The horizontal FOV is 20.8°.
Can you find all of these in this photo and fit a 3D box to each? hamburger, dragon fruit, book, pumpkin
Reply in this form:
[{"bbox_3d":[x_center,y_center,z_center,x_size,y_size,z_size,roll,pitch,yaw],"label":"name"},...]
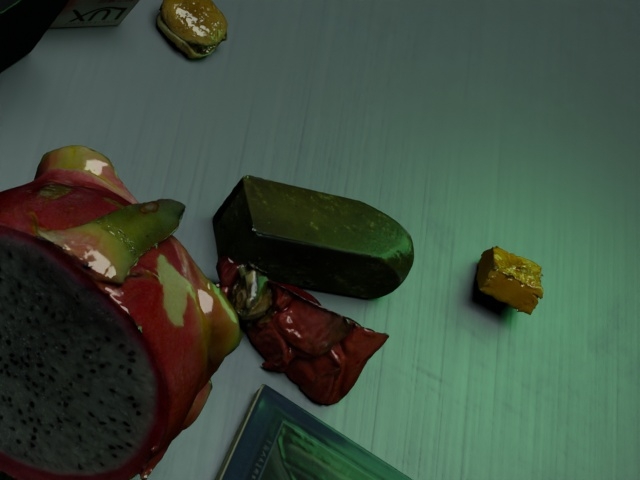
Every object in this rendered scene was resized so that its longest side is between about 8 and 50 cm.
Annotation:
[{"bbox_3d":[-0.148,-0.255,2.026,0.083,0.044,0.076,42,43,3],"label":"hamburger"},{"bbox_3d":[-0.214,0.059,1.579,0.305,0.305,0.226,43,37,0],"label":"dragon fruit"},{"bbox_3d":[-0.023,0.068,1.831,0.192,0.092,0.122,35,45,-8],"label":"dragon fruit"},{"bbox_3d":[0.020,0.283,1.746,0.269,0.025,0.191,34,45,-8],"label":"book"},{"bbox_3d":[0.221,0.047,2.045,0.074,0.054,0.083,25,26,-7],"label":"pumpkin"}]

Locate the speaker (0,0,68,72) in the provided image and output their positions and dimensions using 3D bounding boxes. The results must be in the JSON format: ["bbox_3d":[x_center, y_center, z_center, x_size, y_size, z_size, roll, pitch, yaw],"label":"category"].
[{"bbox_3d":[-0.377,-0.256,1.732,0.184,0.232,0.254,47,46,-2],"label":"speaker"}]

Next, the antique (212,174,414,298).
[{"bbox_3d":[0.000,0.000,1.908,0.221,0.080,0.081,10,51,-28],"label":"antique"}]

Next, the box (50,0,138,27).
[{"bbox_3d":[-0.268,-0.284,1.917,0.156,0.111,0.060,-6,68,-37],"label":"box"}]
